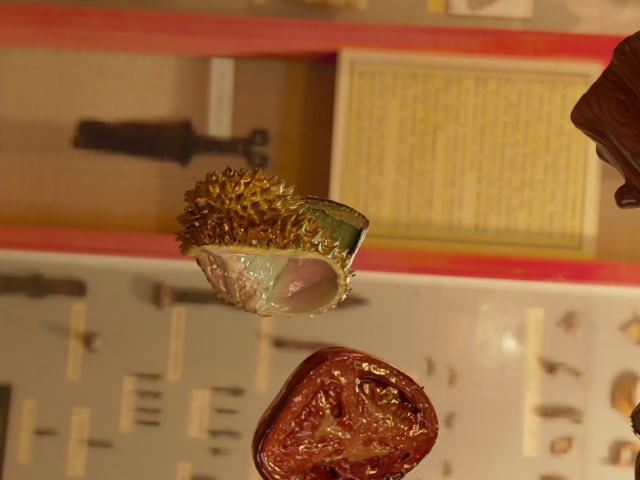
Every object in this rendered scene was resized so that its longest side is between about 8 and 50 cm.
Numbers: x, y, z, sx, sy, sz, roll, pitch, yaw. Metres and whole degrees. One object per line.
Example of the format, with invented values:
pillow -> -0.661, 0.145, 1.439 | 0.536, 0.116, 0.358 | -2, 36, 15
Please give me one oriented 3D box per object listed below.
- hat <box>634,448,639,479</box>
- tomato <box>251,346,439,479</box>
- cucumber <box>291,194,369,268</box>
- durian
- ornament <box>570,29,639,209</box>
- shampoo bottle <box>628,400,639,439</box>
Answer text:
hat -> 0.358, 0.237, 1.310 | 0.144, 0.166, 0.173 | 59, 21, 3
tomato -> 0.021, 0.182, 1.393 | 0.166, 0.174, 0.082 | -56, -153, 9
cucumber -> 0.000, 0.000, 1.814 | 0.062, 0.116, 0.115 | -19, 139, -60
durian -> -0.061, 0.001, 1.588 | 0.249, 0.183, 0.138 | 65, 12, -56
ornament -> 0.411, -0.109, 1.455 | 0.217, 0.235, 0.221 | -108, -162, -48
shampoo bottle -> 0.318, 0.071, 1.028 | 0.214, 0.072, 0.072 | -54, -174, 17
